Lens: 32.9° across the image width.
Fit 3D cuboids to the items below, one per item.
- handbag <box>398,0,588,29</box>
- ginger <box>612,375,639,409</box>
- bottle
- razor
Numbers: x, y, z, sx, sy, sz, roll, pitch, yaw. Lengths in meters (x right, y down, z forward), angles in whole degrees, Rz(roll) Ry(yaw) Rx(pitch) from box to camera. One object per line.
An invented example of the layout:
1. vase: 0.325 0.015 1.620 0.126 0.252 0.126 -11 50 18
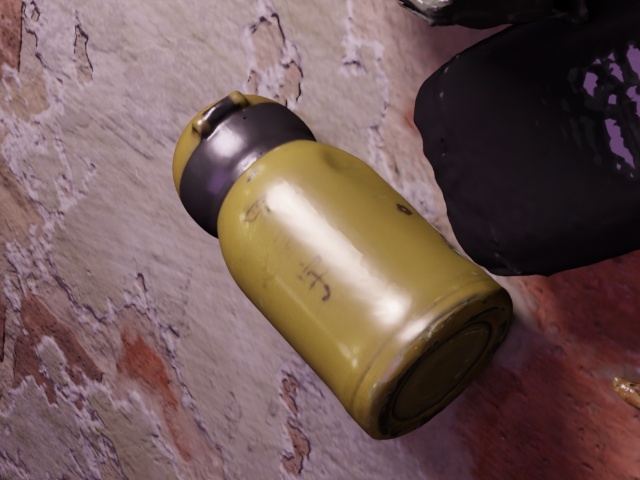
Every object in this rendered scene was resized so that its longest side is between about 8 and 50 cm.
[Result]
1. handbag: 0.079 -0.365 0.687 0.317 0.180 0.416 -134 46 -53
2. ginger: 0.271 0.125 0.845 0.097 0.030 0.048 35 157 37
3. bottle: 0.000 0.000 0.991 0.351 0.171 0.172 47 135 28
4. razor: 0.209 -0.087 0.766 0.326 0.107 0.189 -23 89 49
